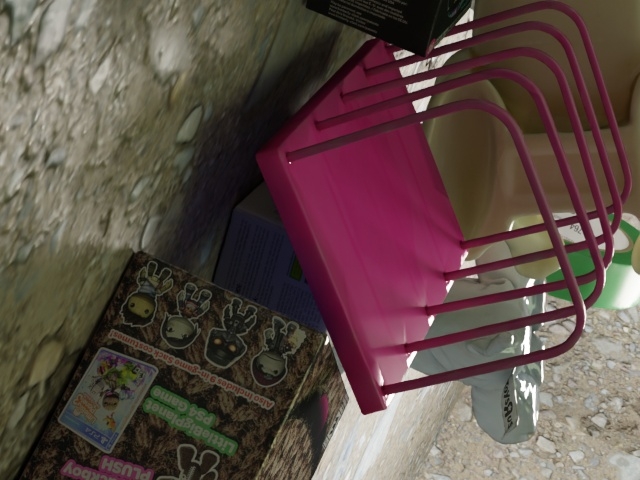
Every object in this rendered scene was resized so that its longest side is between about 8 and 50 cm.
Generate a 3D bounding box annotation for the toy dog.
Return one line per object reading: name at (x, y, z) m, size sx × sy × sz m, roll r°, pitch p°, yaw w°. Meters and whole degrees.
toy dog at (0.253, -0.144, 1.517) m, size 0.408 × 0.284 × 0.395 m, roll -2°, pitch 80°, yaw -73°

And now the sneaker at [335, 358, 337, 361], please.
sneaker at (-0.076, 0.163, 1.422) m, size 0.224 × 0.098 × 0.083 m, roll -51°, pitch -148°, yaw 37°

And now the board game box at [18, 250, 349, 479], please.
board game box at (-0.110, 0.189, 1.078) m, size 0.291 × 0.141 × 0.232 m, roll -64°, pitch 169°, yaw -12°

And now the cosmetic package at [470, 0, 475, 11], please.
cosmetic package at (0.310, -0.410, 1.607) m, size 0.377 × 0.097 × 0.284 m, roll -41°, pitch 165°, yaw -12°

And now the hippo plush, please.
hippo plush at (0.114, 0.111, 1.673) m, size 0.294 × 0.236 × 0.234 m, roll -66°, pitch 153°, yaw -55°

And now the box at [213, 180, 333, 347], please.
box at (0.000, 0.000, 1.295) m, size 0.203 × 0.103 × 0.114 m, roll -48°, pitch 159°, yaw -58°

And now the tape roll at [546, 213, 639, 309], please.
tape roll at (0.342, -0.005, 2.316) m, size 0.077 × 0.321 × 0.321 m, roll -69°, pitch 169°, yaw 19°

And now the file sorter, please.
file sorter at (0.112, -0.042, 1.144) m, size 0.202 × 0.182 × 0.291 m, roll 68°, pitch 24°, yaw -15°

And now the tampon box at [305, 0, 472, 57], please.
tampon box at (0.072, -0.240, 1.135) m, size 0.120 × 0.101 × 0.161 m, roll -51°, pitch 161°, yaw -53°

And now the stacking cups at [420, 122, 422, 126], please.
stacking cups at (0.064, -0.027, 1.580) m, size 0.316 × 0.096 × 0.096 m, roll -56°, pitch 165°, yaw -48°
